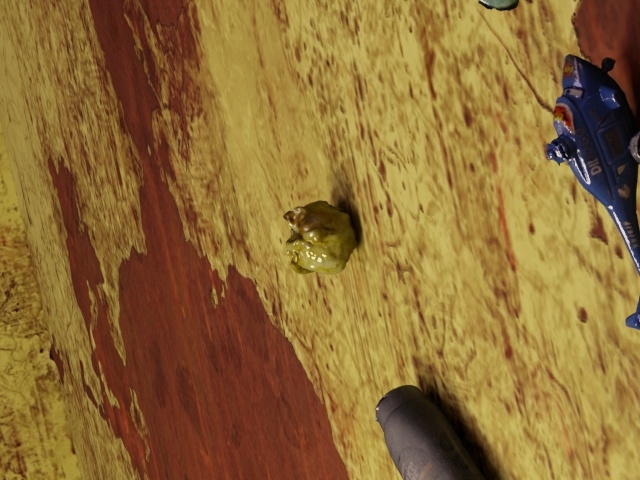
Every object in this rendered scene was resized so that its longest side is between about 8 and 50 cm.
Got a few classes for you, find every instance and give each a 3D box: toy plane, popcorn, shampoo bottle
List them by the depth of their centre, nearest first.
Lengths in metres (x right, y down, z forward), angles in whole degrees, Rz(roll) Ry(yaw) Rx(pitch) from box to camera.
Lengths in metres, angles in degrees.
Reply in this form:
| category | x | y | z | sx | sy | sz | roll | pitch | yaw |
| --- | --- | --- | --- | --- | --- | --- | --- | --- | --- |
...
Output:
| category | x | y | z | sx | sy | sz | roll | pitch | yaw |
| --- | --- | --- | --- | --- | --- | --- | --- | --- | --- |
| toy plane | 0.169 | -0.028 | 0.942 | 0.054 | 0.062 | 0.167 | 5 | 118 | 69 |
| shampoo bottle | 0.110 | 0.212 | 1.268 | 0.087 | 0.049 | 0.234 | 95 | 152 | -46 |
| popcorn | -0.001 | 0.003 | 1.410 | 0.083 | 0.059 | 0.068 | 99 | 151 | -64 |

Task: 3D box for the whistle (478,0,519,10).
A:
| category | x | y | z | sx | sy | sz | roll | pitch | yaw |
| --- | --- | --- | --- | --- | --- | --- | --- | --- | --- |
| whistle | 0.129 | -0.205 | 0.955 | 0.186 | 0.039 | 0.039 | 112 | 139 | -59 |
